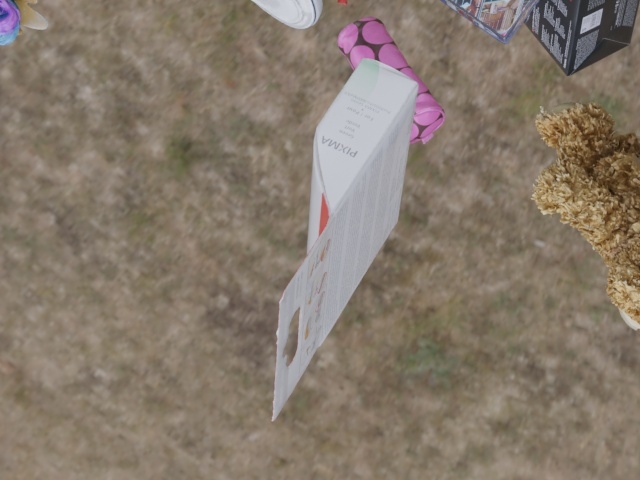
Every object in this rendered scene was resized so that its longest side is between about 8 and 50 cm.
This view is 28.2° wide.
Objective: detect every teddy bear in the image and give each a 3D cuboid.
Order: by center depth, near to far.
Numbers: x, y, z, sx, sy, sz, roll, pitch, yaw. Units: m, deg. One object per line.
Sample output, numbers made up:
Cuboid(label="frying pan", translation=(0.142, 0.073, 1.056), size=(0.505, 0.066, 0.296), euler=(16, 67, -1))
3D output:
Cuboid(label="teddy bear", translation=(0.329, -0.018, 1.347), size=(0.113, 0.245, 0.338), euler=(-46, 55, 26))

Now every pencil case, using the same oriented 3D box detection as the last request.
Cuboid(label="pencil case", translation=(0.108, -0.245, 1.966), size=(0.095, 0.098, 0.209), euler=(-35, 65, 13))

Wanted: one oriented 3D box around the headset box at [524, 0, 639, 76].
Cuboid(label="headset box", translation=(0.304, -0.404, 1.712), size=(0.293, 0.110, 0.218), euler=(57, 168, 28))

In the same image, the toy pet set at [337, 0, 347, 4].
Cuboid(label="toy pet set", translation=(-0.021, -0.396, 1.852), size=(0.114, 0.122, 0.065), euler=(9, 105, -26))

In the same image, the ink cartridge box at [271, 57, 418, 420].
Cuboid(label="ink cartridge box", translation=(0.000, 0.000, 0.965), size=(0.056, 0.225, 0.181), euler=(25, 146, 14))

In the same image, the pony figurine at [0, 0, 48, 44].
Cuboid(label="pony figurine", translation=(-0.484, -0.342, 1.344), size=(0.363, 0.351, 0.303), euler=(29, 89, 7))

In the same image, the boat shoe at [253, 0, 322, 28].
Cuboid(label="boat shoe", translation=(-0.040, -0.137, 0.637), size=(0.035, 0.035, 0.100), euler=(-21, 124, 42))

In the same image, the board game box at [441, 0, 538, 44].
Cuboid(label="board game box", translation=(0.190, -0.341, 1.264), size=(0.165, 0.042, 0.243), euler=(37, 95, 10))
